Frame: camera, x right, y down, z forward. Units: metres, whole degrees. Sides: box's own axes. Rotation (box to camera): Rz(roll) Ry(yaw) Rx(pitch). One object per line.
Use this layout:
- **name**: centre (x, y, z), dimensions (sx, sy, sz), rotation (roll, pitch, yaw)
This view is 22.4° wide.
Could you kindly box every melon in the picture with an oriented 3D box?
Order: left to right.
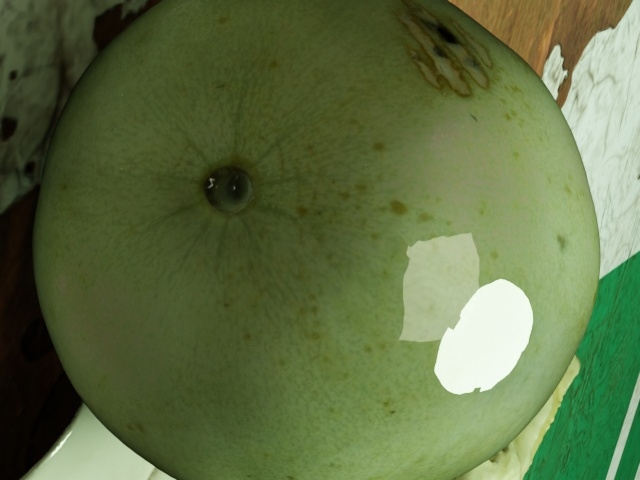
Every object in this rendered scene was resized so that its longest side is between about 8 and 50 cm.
- **melon**: centre (0.000, 0.000, 0.793), dimensions (0.268, 0.268, 0.330), rotation (-67, 164, -1)

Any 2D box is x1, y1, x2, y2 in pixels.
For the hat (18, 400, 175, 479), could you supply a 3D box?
- **hat**: centre (-0.097, 0.164, 0.902), dimensions (0.219, 0.164, 0.226), rotation (-55, 172, -25)

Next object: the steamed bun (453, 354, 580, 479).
- **steamed bun**: centre (0.051, 0.173, 1.208), dimensions (0.428, 0.189, 0.247), rotation (-52, -179, -29)
